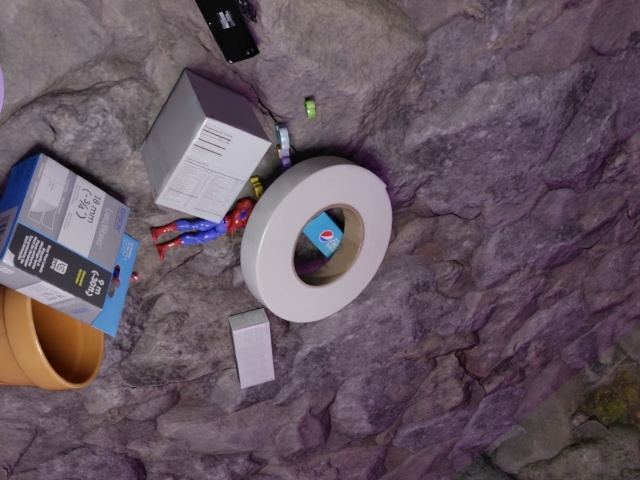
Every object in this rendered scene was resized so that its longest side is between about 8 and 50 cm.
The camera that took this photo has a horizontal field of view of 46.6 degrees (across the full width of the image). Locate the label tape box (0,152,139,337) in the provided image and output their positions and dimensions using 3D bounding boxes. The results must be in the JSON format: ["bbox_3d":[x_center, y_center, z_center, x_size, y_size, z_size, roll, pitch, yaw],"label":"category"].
[{"bbox_3d":[-0.478,0.017,1.477,0.106,0.240,0.334,-16,144,34],"label":"label tape box"}]

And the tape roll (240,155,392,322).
[{"bbox_3d":[0.000,0.000,1.683,0.392,0.072,0.391,-20,125,-31],"label":"tape roll"}]

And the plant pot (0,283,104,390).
[{"bbox_3d":[-0.617,0.184,1.563,0.204,0.290,0.290,-13,135,10],"label":"plant pot"}]

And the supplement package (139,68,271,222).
[{"bbox_3d":[-0.231,-0.184,1.457,0.149,0.194,0.203,18,119,-36],"label":"supplement package"}]

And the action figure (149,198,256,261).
[{"bbox_3d":[-0.224,-0.009,1.658,0.281,0.139,0.091,-20,135,-11],"label":"action figure"}]

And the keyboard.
[{"bbox_3d":[-0.167,-0.428,1.399,0.100,0.038,0.192,-10,138,15],"label":"keyboard"}]

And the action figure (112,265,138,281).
[{"bbox_3d":[-0.467,0.075,1.682,0.115,0.038,0.030,15,137,-33],"label":"action figure"}]

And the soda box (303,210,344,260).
[{"bbox_3d":[0.022,-0.009,1.812,0.071,0.067,0.210,-36,134,7],"label":"soda box"}]

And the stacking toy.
[{"bbox_3d":[-0.080,-0.194,1.618,0.167,0.052,0.221,-17,133,-11],"label":"stacking toy"}]

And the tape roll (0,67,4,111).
[{"bbox_3d":[-0.663,-0.255,1.194,0.275,0.090,0.274,-9,107,-32],"label":"tape roll"}]

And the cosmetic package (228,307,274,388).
[{"bbox_3d":[-0.182,0.290,1.980,0.099,0.060,0.239,-12,132,-12],"label":"cosmetic package"}]
